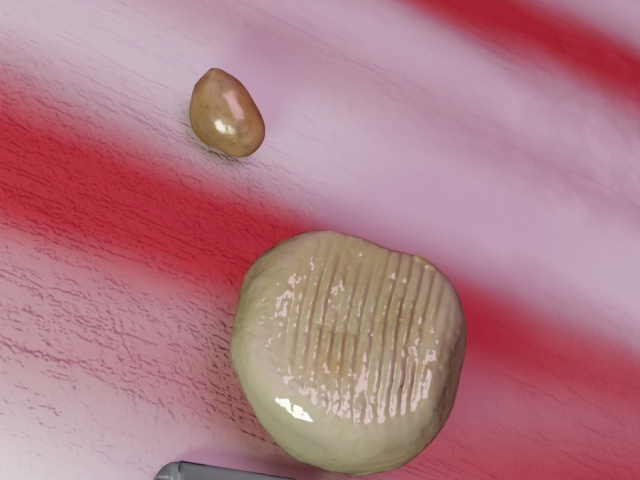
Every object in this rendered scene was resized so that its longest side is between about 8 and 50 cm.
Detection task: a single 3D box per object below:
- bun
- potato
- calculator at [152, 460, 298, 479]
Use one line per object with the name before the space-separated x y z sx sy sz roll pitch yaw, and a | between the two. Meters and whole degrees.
bun | 0.034 0.156 1.614 0.361 0.213 0.361 7 58 -11
potato | -0.150 -0.197 1.816 0.147 0.112 0.112 53 46 0
calculator | -0.109 0.362 1.478 0.246 0.045 0.141 14 52 -25
